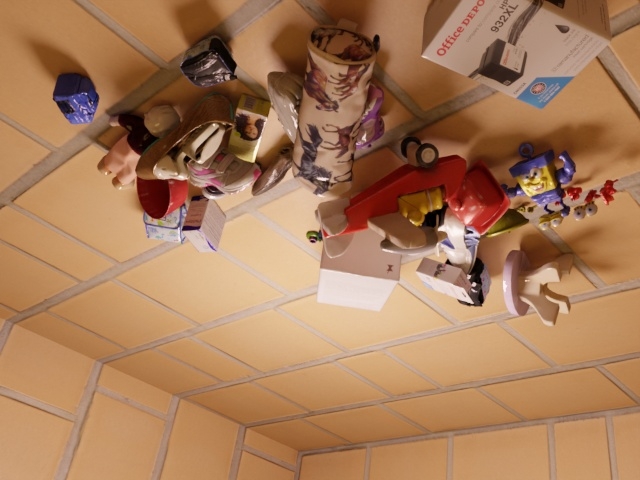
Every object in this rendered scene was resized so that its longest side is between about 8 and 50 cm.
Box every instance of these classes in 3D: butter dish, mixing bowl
[{"bbox_3d":[0.396,-0.106,1.797,0.118,0.160,0.160,-14,155,-31],"label":"butter dish"},{"bbox_3d":[-0.457,-0.159,2.005,0.098,0.182,0.181,-15,168,-43],"label":"mixing bowl"}]

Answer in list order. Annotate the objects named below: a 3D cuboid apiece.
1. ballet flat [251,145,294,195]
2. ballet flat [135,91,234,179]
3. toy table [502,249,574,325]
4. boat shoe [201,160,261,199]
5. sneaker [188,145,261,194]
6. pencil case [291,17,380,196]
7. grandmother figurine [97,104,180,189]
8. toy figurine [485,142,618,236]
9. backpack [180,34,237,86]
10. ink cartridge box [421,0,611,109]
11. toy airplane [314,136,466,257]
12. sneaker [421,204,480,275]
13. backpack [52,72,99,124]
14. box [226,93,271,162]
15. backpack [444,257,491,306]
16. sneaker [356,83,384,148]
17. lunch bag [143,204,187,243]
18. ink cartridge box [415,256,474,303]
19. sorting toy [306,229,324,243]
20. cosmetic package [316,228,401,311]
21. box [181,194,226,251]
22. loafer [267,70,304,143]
[{"bbox_3d":[-0.135,-0.199,1.937,0.058,0.084,0.250,56,141,3],"label":"ballet flat"},{"bbox_3d":[-0.349,-0.238,1.764,0.342,0.124,0.116,-37,154,17],"label":"ballet flat"},{"bbox_3d":[0.681,0.142,2.106,0.160,0.252,0.274,8,160,34],"label":"toy table"},{"bbox_3d":[-0.253,-0.179,1.923,0.065,0.183,0.083,54,137,10],"label":"boat shoe"},{"bbox_3d":[-0.276,-0.201,1.824,0.252,0.103,0.111,8,140,31],"label":"sneaker"},{"bbox_3d":[0.028,-0.290,1.562,0.159,0.183,0.410,23,136,14],"label":"pencil case"},{"bbox_3d":[-0.505,-0.272,1.886,0.208,0.104,0.342,43,134,-20],"label":"grandmother figurine"},{"bbox_3d":[0.570,-0.162,1.791,0.362,0.191,0.217,-19,108,47],"label":"toy figurine"},{"bbox_3d":[-0.267,-0.423,1.604,0.114,0.084,0.105,-14,140,24],"label":"backpack"},{"bbox_3d":[0.392,-0.433,1.383,0.307,0.129,0.223,19,146,-14],"label":"ink cartridge box"},{"bbox_3d":[0.179,-0.060,1.760,0.384,0.386,0.272,-14,118,40],"label":"toy airplane"},{"bbox_3d":[0.391,-0.024,2.027,0.182,0.128,0.316,16,154,14],"label":"sneaker"},{"bbox_3d":[-0.635,-0.364,1.776,0.101,0.098,0.120,1,145,7],"label":"backpack"},{"bbox_3d":[-0.198,-0.287,1.817,0.087,0.058,0.232,15,147,-7],"label":"box"},{"bbox_3d":[0.493,0.135,2.217,0.151,0.115,0.182,11,142,41],"label":"backpack"},{"bbox_3d":[0.120,-0.302,1.694,0.104,0.095,0.236,10,152,-14],"label":"sneaker"},{"bbox_3d":[-0.501,-0.071,2.197,0.128,0.096,0.151,10,133,4],"label":"lunch bag"},{"bbox_3d":[0.398,0.124,2.099,0.181,0.062,0.104,20,161,41],"label":"ink cartridge box"},{"bbox_3d":[0.000,0.000,2.214,0.101,0.042,0.061,6,147,6],"label":"sorting toy"},{"bbox_3d":[0.112,0.089,2.108,0.229,0.162,0.453,9,163,0],"label":"cosmetic package"},{"bbox_3d":[-0.368,-0.052,2.141,0.072,0.137,0.126,-4,145,21],"label":"box"},{"bbox_3d":[-0.049,-0.313,1.718,0.111,0.112,0.319,36,165,30],"label":"loafer"}]
